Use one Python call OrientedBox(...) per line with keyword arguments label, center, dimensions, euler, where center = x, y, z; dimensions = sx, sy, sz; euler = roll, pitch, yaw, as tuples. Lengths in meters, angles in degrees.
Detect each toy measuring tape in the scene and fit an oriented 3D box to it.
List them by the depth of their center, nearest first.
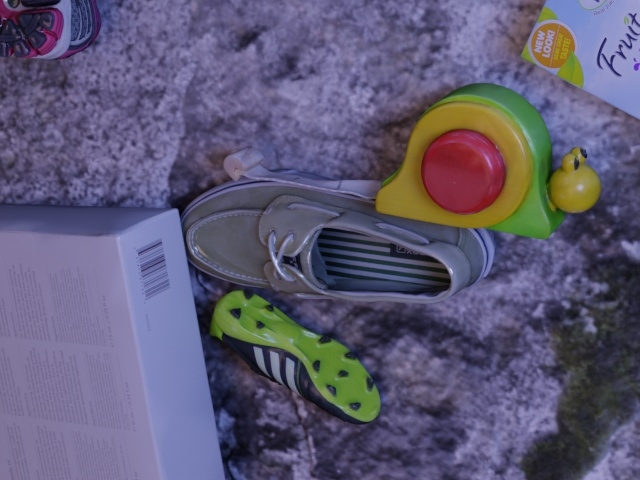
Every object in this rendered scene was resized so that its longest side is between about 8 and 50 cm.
OrientedBox(label="toy measuring tape", center=(0.074, -0.081, 1.362), dimensions=(0.330, 0.121, 0.121), euler=(11, 111, 23))

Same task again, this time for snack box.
OrientedBox(label="snack box", center=(0.284, -0.174, 1.258), dimensions=(0.207, 0.070, 0.174), euler=(30, 117, 15))

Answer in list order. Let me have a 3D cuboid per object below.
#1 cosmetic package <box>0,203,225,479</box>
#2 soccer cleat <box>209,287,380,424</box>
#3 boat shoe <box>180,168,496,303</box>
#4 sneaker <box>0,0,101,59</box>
OrientedBox(label="cosmetic package", center=(-0.237, 0.156, 1.562), dimensions=(0.284, 0.097, 0.377), euler=(2, 108, 33))
OrientedBox(label="soccer cleat", center=(-0.023, 0.111, 1.504), dimensions=(0.179, 0.060, 0.072), euler=(36, 146, 2))
OrientedBox(label="boat shoe", center=(0.000, 0.000, 1.429), dimensions=(0.302, 0.094, 0.109), euler=(1, 107, 25))
OrientedBox(label="sneaker", center=(-0.292, -0.295, 1.463), dimensions=(0.121, 0.112, 0.299), euler=(-23, 84, 23))
